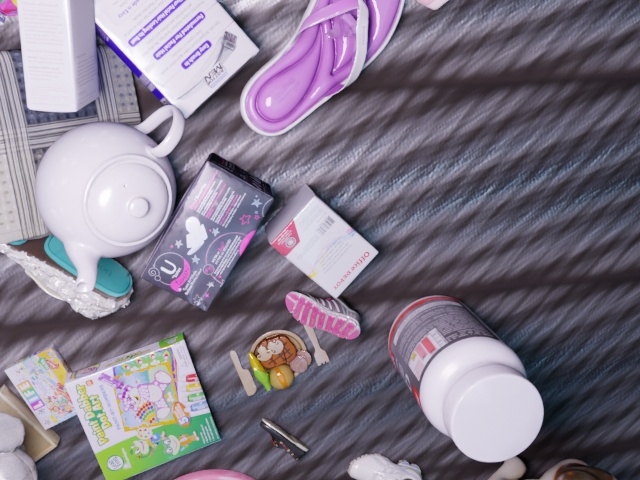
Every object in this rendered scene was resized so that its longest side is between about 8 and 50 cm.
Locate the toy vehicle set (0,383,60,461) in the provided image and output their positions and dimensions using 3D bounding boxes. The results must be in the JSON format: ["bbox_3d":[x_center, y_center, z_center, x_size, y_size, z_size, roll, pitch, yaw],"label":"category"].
[{"bbox_3d":[-0.697,0.435,1.413,0.267,0.035,0.166,-36,108,1],"label":"toy vehicle set"}]

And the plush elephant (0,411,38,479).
[{"bbox_3d":[-0.647,0.444,1.281,0.256,0.330,0.271,-10,100,-26],"label":"plush elephant"}]

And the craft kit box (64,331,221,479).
[{"bbox_3d":[-0.361,0.346,1.424,0.247,0.061,0.249,-19,108,-9],"label":"craft kit box"}]

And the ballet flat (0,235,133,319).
[{"bbox_3d":[-0.539,0.013,1.281,0.147,0.147,0.409,-45,107,4],"label":"ballet flat"}]

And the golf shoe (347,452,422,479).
[{"bbox_3d":[0.151,0.535,1.564,0.176,0.086,0.069,9,105,-11],"label":"golf shoe"}]

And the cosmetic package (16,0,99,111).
[{"bbox_3d":[-0.408,-0.326,1.078,0.086,0.117,0.230,3,113,0],"label":"cosmetic package"}]

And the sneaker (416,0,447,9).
[{"bbox_3d":[0.234,-0.501,1.308,0.070,0.051,0.134,29,102,-18],"label":"sneaker"}]

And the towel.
[{"bbox_3d":[-0.463,-0.173,1.216,0.312,0.056,0.323,-17,109,-38],"label":"towel"}]

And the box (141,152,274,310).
[{"bbox_3d":[-0.212,-0.023,1.304,0.142,0.163,0.247,31,98,-13],"label":"box"}]

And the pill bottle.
[{"bbox_3d":[0.276,0.261,1.362,0.211,0.363,0.210,-2,105,-9],"label":"pill bottle"}]

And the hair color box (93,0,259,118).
[{"bbox_3d":[-0.292,-0.395,1.201,0.185,0.110,0.339,-45,107,-9],"label":"hair color box"}]

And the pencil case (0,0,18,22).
[{"bbox_3d":[-0.540,-0.472,1.122,0.104,0.104,0.236,-35,86,1],"label":"pencil case"}]

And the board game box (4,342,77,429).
[{"bbox_3d":[-0.552,0.298,1.405,0.104,0.026,0.154,-27,108,-1],"label":"board game box"}]

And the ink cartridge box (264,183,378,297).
[{"bbox_3d":[0.000,0.000,1.365,0.176,0.127,0.128,42,94,-17],"label":"ink cartridge box"}]

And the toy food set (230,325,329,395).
[{"bbox_3d":[-0.086,0.254,1.467,0.192,0.038,0.132,-23,108,-3],"label":"toy food set"}]

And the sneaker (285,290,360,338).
[{"bbox_3d":[0.010,0.146,1.447,0.171,0.075,0.063,22,120,7],"label":"sneaker"}]

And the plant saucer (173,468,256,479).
[{"bbox_3d":[-0.245,0.673,1.534,0.333,0.084,0.331,-2,105,-9],"label":"plant saucer"}]

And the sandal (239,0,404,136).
[{"bbox_3d":[0.019,-0.355,1.283,0.169,0.102,0.416,37,96,-17],"label":"sandal"}]

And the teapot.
[{"bbox_3d":[-0.340,-0.081,1.167,0.253,0.187,0.255,-22,116,-33],"label":"teapot"}]

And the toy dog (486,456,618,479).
[{"bbox_3d":[0.476,0.637,1.499,0.408,0.395,0.284,-42,99,12],"label":"toy dog"}]

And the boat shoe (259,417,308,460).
[{"bbox_3d":[-0.085,0.437,1.513,0.133,0.049,0.042,43,87,-22],"label":"boat shoe"}]
